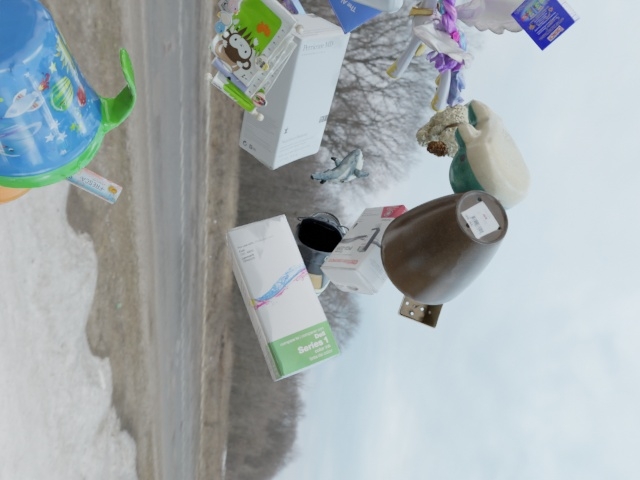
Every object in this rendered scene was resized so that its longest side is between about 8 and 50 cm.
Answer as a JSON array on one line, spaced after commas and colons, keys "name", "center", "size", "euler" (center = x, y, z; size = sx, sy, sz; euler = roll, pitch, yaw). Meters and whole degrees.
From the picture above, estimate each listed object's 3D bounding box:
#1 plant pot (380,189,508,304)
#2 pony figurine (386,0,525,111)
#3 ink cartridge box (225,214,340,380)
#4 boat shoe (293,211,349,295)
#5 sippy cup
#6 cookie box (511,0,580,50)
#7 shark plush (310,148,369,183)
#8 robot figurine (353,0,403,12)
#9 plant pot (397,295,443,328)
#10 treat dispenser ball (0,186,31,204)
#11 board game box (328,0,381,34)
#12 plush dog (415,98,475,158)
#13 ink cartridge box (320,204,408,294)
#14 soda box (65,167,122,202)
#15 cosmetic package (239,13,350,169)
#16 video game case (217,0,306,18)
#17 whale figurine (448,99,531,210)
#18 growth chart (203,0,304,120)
[{"name": "plant pot", "center": [0.261, -0.003, 1.081], "size": [0.230, 0.215, 0.215], "euler": [129, -30, -65]}, {"name": "pony figurine", "center": [0.311, -0.512, 1.359], "size": [0.351, 0.303, 0.363], "euler": [48, -23, 28]}, {"name": "ink cartridge box", "center": [-0.080, 0.115, 1.044], "size": [0.201, 0.117, 0.278], "euler": [117, -47, -72]}, {"name": "boat shoe", "center": [0.000, 0.000, 1.704], "size": [0.500, 0.187, 0.156], "euler": [-64, 173, -66]}, {"name": "sippy cup", "center": [-0.444, -0.227, 0.774], "size": [0.305, 0.240, 0.224], "euler": [-45, 172, -26]}, {"name": "cookie box", "center": [0.480, -0.479, 1.166], "size": [0.040, 0.107, 0.092], "euler": [-39, 179, -38]}, {"name": "shark plush", "center": [0.038, -0.171, 1.302], "size": [0.073, 0.161, 0.067], "euler": [16, -59, 63]}, {"name": "robot figurine", "center": [0.074, -0.478, 0.728], "size": [0.299, 0.200, 0.353], "euler": [-62, 164, -16]}, {"name": "plant pot", "center": [0.272, 0.179, 1.516], "size": [0.096, 0.109, 0.109], "euler": [112, -1, -77]}, {"name": "treat dispenser ball", "center": [-0.734, -0.214, 1.165], "size": [0.288, 0.288, 0.288], "euler": [-172, -90, -85]}, {"name": "board game box", "center": [0.067, -0.578, 0.939], "size": [0.347, 0.233, 0.078], "euler": [60, 27, -17]}, {"name": "plush dog", "center": [0.500, -0.395, 2.011], "size": [0.210, 0.263, 0.225], "euler": [88, -3, -53]}, {"name": "ink cartridge box", "center": [0.124, 0.020, 1.338], "size": [0.218, 0.092, 0.159], "euler": [-54, -155, -21]}, {"name": "soda box", "center": [-0.780, -0.195, 1.869], "size": [0.058, 0.183, 0.063], "euler": [-9, -125, 63]}, {"name": "cosmetic package", "center": [-0.080, -0.421, 1.535], "size": [0.217, 0.156, 0.385], "euler": [-31, 149, -43]}, {"name": "video game case", "center": [-0.194, -0.754, 1.788], "size": [0.244, 0.061, 0.269], "euler": [-35, -107, 30]}, {"name": "whale figurine", "center": [0.352, -0.178, 1.188], "size": [0.141, 0.216, 0.272], "euler": [-34, -140, 40]}, {"name": "growth chart", "center": [-0.139, -0.373, 1.066], "size": [0.237, 0.172, 0.021], "euler": [-55, -176, 36]}]
